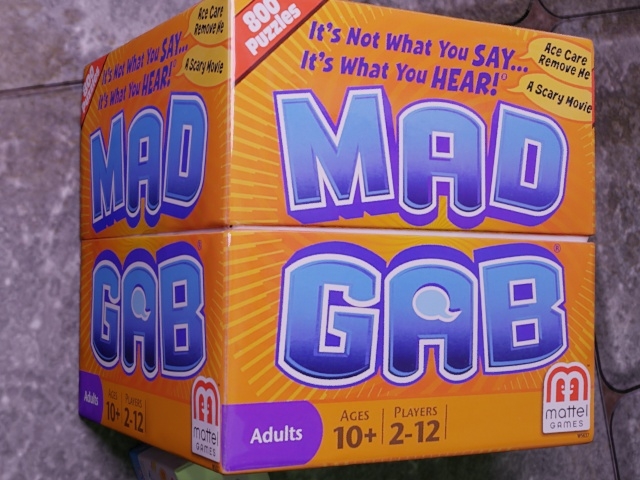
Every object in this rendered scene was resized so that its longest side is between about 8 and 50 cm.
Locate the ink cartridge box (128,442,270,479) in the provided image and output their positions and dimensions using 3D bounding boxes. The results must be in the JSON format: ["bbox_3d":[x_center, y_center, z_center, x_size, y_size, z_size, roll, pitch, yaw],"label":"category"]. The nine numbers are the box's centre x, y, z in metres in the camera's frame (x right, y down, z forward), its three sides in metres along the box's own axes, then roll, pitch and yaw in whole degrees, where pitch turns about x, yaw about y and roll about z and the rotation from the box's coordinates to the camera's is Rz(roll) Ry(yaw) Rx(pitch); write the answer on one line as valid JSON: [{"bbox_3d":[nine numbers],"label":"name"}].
[{"bbox_3d":[-0.112,0.238,1.045,0.090,0.143,0.092,-22,99,-28],"label":"ink cartridge box"}]

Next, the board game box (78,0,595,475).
[{"bbox_3d":[0.000,0.000,0.992,0.356,0.356,0.356,1,88,-30],"label":"board game box"}]
